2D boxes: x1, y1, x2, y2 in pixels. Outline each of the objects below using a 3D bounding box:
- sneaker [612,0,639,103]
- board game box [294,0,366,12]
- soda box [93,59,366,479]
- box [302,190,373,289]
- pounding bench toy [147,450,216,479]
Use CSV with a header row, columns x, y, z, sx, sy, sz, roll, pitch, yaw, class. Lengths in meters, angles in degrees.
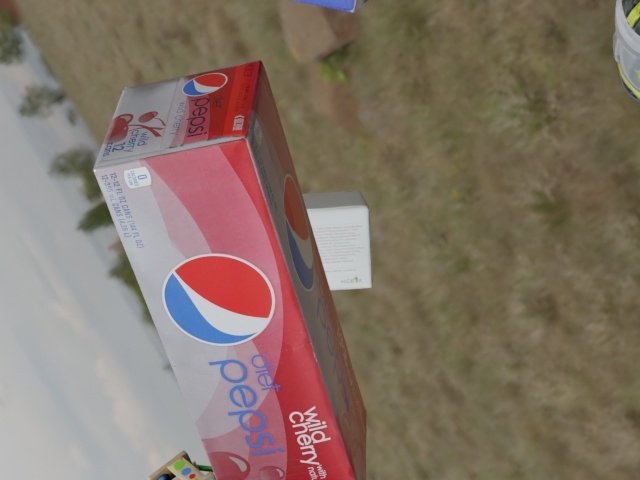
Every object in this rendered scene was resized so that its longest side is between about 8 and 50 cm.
x,y,z,sx,sy,sz,roll,pitch,yaw,class
0.412,-0.183,1.030,0.147,0.384,0.145,91,176,-69,sneaker
0.031,-0.329,0.790,0.233,0.078,0.347,-58,-21,-69,board game box
-0.040,0.039,0.748,0.092,0.083,0.263,-86,-18,-55,soda box
0.000,0.000,1.368,0.101,0.102,0.087,-104,11,-78,box
-0.135,0.262,1.442,0.065,0.083,0.052,29,146,46,pounding bench toy
